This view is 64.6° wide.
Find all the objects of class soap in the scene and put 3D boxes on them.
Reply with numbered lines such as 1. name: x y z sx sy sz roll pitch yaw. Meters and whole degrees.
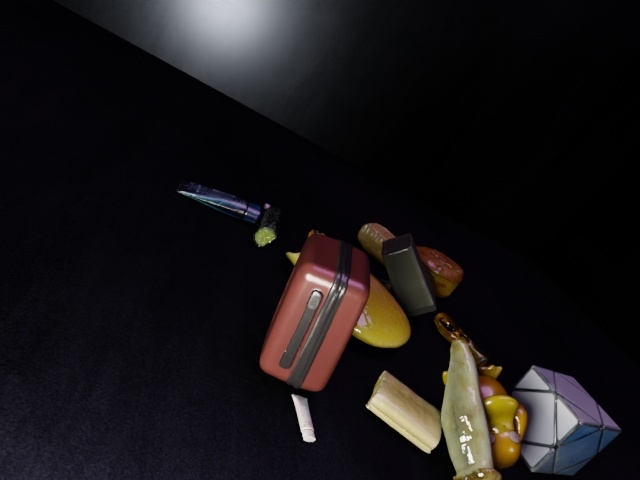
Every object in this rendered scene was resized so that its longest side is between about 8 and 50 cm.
1. soap: 0.095 0.157 1.517 0.306 0.115 0.427 13 28 -50

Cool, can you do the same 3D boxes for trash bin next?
1. trash bin: 0.297 0.117 1.724 0.164 0.122 0.240 -70 140 -68

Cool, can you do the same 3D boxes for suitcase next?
1. suitcase: -0.011 0.154 1.111 0.161 0.296 0.236 23 21 -5

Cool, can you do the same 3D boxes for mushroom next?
1. mushroom: 0.327 0.398 1.160 0.087 0.107 0.333 35 42 -49

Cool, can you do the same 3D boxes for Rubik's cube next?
1. Rubik's cube: 0.652 0.505 1.418 0.205 0.205 0.207 21 24 -29

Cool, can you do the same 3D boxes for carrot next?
1. carrot: 0.479 0.342 1.735 0.069 0.069 0.228 8 33 -49

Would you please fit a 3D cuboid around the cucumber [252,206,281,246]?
1. cucumber: -0.177 -0.060 1.641 0.062 0.078 0.211 56 14 -24

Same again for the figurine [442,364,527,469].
1. figurine: 0.411 0.438 1.268 0.215 0.215 0.228 28 10 -13

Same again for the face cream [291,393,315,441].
1. face cream: -0.032 0.353 1.018 0.038 0.020 0.115 23 22 -24

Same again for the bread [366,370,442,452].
1. bread: 0.201 0.401 1.195 0.178 0.060 0.139 36 22 7

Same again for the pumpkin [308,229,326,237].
1. pumpkin: 0.000 0.000 1.820 0.074 0.054 0.083 29 15 -23

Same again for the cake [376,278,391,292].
1. cake: 0.186 0.158 1.772 0.121 0.065 0.052 13 18 11

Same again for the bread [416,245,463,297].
1. bread: 0.463 0.122 2.102 0.269 0.145 0.268 27 17 -9

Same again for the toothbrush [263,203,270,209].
1. toothbrush: -0.181 -0.073 1.765 0.024 0.018 0.257 22 23 -19

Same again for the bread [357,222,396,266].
1. bread: 0.258 0.029 2.056 0.236 0.106 0.140 44 22 25

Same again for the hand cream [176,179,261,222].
1. hand cream: -0.327 -0.133 1.643 0.271 0.061 0.120 22 21 -15
